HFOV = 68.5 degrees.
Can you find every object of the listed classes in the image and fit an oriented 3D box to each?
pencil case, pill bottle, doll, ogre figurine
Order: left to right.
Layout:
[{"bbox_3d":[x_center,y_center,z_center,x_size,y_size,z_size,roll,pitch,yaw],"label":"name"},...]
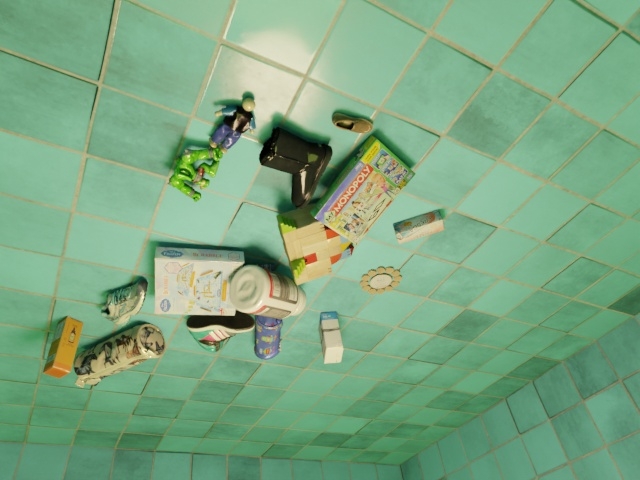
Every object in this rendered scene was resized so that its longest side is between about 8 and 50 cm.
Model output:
[{"bbox_3d":[-0.878,0.503,2.063,0.409,0.184,0.160,-25,135,15],"label":"pencil case"},{"bbox_3d":[-0.390,-0.213,1.451,0.118,0.097,0.197,13,145,-38],"label":"ogre figurine"},{"bbox_3d":[-0.254,-0.341,1.373,0.129,0.046,0.189,27,127,-33],"label":"doll"},{"bbox_3d":[-0.235,0.425,2.135,0.132,0.120,0.306,11,136,2],"label":"pencil case"},{"bbox_3d":[-0.188,0.210,1.819,0.176,0.177,0.318,-29,152,20],"label":"pill bottle"}]

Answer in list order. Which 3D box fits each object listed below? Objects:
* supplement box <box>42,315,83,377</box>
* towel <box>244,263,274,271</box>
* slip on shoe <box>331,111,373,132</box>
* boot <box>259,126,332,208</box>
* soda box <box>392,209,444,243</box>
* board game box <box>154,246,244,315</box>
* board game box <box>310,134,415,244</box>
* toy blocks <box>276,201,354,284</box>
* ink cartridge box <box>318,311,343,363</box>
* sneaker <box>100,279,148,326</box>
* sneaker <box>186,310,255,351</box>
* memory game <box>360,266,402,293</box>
[{"bbox_3d":[-1.048,0.433,1.920,0.080,0.234,0.078,-28,134,24],"label":"supplement box"},{"bbox_3d":[-0.363,0.178,1.921,0.335,0.040,0.243,-1,134,-12],"label":"towel"},{"bbox_3d":[0.099,-0.350,1.427,0.135,0.041,0.051,13,133,-23],"label":"slip on shoe"},{"bbox_3d":[-0.102,-0.226,1.484,0.207,0.094,0.247,12,126,-26],"label":"boot"},{"bbox_3d":[0.372,-0.052,1.781,0.182,0.058,0.063,-18,137,9],"label":"soda box"},{"bbox_3d":[-0.471,0.165,1.811,0.317,0.066,0.319,4,132,-17],"label":"board game box"},{"bbox_3d":[0.142,-0.158,1.557,0.213,0.046,0.317,31,103,-36],"label":"board game box"},{"bbox_3d":[0.000,0.000,1.711,0.260,0.191,0.382,-19,138,-7],"label":"toy blocks"},{"bbox_3d":[0.046,0.444,2.153,0.082,0.191,0.140,-2,136,-8],"label":"ink cartridge box"},{"bbox_3d":[-0.782,0.245,1.861,0.122,0.110,0.283,27,126,-29],"label":"sneaker"},{"bbox_3d":[-0.431,0.412,2.082,0.295,0.124,0.179,0,132,2],"label":"sneaker"},{"bbox_3d":[0.262,0.174,2.036,0.185,0.012,0.186,-6,137,-5],"label":"memory game"}]
